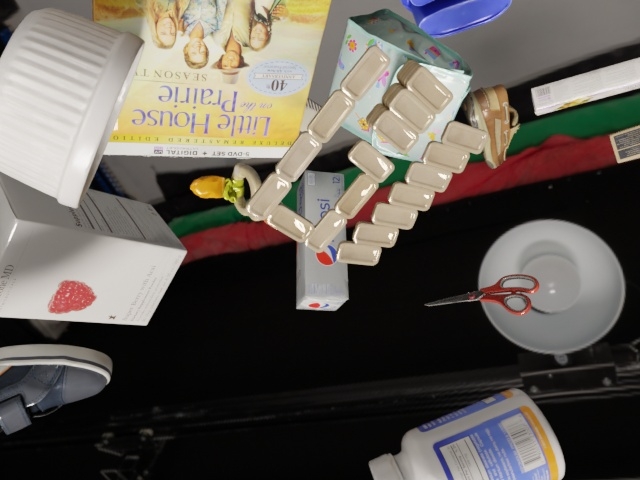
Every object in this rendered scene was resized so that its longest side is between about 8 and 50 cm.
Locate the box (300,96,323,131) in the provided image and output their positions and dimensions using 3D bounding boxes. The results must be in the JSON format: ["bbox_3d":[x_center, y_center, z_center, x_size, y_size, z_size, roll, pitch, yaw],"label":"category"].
[{"bbox_3d":[-0.093,-0.382,1.511,0.113,0.275,0.094,40,-75,31],"label":"box"}]

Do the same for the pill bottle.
[{"bbox_3d":[0.221,0.351,0.849,0.272,0.152,0.152,-21,-151,-5],"label":"pill bottle"}]

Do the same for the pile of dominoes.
[{"bbox_3d":[0.057,-0.091,0.654,0.251,0.196,0.040,-49,-151,15],"label":"pile of dominoes"}]

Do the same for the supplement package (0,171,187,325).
[{"bbox_3d":[-0.418,0.020,0.920,0.175,0.293,0.177,43,-72,37],"label":"supplement package"}]

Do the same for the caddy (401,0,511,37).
[{"bbox_3d":[0.398,-0.758,1.584,0.341,0.241,0.179,-13,-123,17],"label":"caddy"}]

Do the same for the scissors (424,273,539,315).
[{"bbox_3d":[0.417,0.136,1.417,0.297,0.021,0.109,-1,-116,40],"label":"scissors"}]

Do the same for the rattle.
[{"bbox_3d":[-0.193,-0.095,1.277,0.130,0.143,0.200,-52,-125,27],"label":"rattle"}]

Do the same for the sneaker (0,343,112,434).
[{"bbox_3d":[-0.426,0.206,0.658,0.321,0.126,0.127,-1,-125,-15],"label":"sneaker"}]

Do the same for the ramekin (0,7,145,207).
[{"bbox_3d":[-0.284,-0.150,0.597,0.207,0.109,0.207,-51,-153,38],"label":"ramekin"}]

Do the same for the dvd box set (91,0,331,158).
[{"bbox_3d":[-0.141,-0.302,0.715,0.307,0.420,0.062,-2,-138,-24],"label":"dvd box set"}]

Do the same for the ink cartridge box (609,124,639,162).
[{"bbox_3d":[0.931,-0.288,1.480,0.193,0.088,0.234,-16,180,44],"label":"ink cartridge box"}]

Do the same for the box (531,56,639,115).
[{"bbox_3d":[0.721,-0.405,1.405,0.324,0.067,0.063,-13,172,24],"label":"box"}]

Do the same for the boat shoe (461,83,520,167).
[{"bbox_3d":[0.455,-0.290,1.397,0.120,0.324,0.122,-24,-114,17],"label":"boat shoe"}]

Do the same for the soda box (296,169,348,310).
[{"bbox_3d":[0.000,0.000,1.152,0.091,0.098,0.286,4,-112,-13],"label":"soda box"}]

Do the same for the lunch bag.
[{"bbox_3d":[0.158,-0.298,1.082,0.262,0.223,0.160,41,-132,22],"label":"lunch bag"}]
